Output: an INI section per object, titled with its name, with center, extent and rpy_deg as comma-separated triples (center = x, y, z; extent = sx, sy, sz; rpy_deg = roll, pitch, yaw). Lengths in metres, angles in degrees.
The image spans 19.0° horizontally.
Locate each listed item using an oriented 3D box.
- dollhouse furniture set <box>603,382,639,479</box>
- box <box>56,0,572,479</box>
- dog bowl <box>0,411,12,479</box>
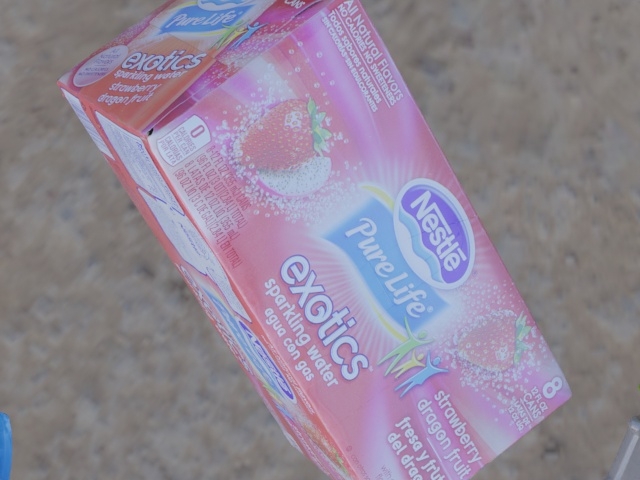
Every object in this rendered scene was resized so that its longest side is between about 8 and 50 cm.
[dollhouse furniture set]
center = 0.223, 0.109, 1.099
extent = 0.058, 0.076, 0.152
rpy_deg = -6, 129, -27
[box]
center = 0.000, 0.000, 1.102
extent = 0.142, 0.154, 0.300
rpy_deg = -37, 118, -11
[dog bowl]
center = -0.318, 0.131, 1.467
extent = 0.074, 0.166, 0.297
rpy_deg = 9, 124, 19
